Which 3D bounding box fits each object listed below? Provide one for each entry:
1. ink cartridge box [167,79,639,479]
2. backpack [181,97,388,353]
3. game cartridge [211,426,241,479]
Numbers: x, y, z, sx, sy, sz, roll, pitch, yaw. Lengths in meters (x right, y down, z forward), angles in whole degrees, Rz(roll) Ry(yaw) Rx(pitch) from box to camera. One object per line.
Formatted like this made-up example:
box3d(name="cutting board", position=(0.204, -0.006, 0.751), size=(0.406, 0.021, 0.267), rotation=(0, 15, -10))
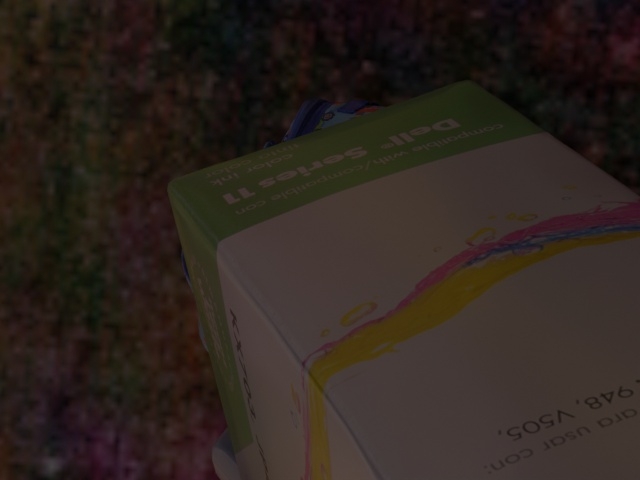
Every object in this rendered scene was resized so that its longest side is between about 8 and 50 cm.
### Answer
box3d(name="ink cartridge box", position=(0.071, 0.108, 0.501), size=(0.353, 0.119, 0.207), rotation=(-133, 27, -64))
box3d(name="backpack", position=(0.000, 0.000, 1.021), size=(0.158, 0.173, 0.117), rotation=(-59, -43, -26))
box3d(name="game cartridge", position=(0.092, 0.150, 1.150), size=(0.198, 0.297, 0.062), rotation=(-47, -28, -36))
